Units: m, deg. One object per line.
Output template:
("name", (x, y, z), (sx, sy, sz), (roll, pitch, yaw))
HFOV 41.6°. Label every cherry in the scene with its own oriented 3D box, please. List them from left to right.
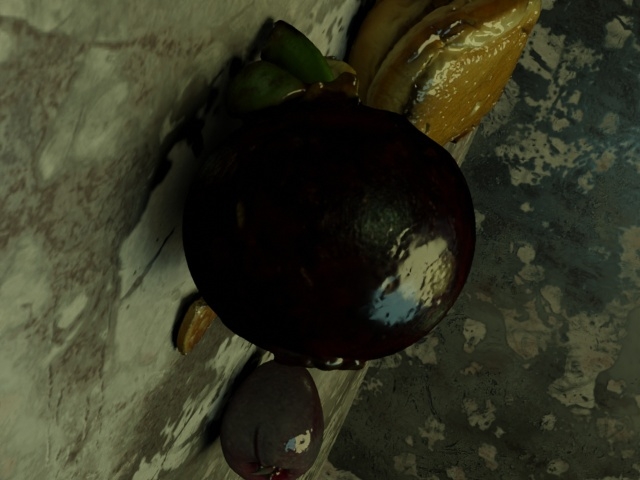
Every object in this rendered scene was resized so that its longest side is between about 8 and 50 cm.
("cherry", (-0.084, 0.331, 1.497), (0.213, 0.184, 0.266), (-56, -169, 49))

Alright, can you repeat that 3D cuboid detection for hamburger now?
("hamburger", (0.177, -0.258, 1.245), (0.305, 0.174, 0.284), (-28, 146, -31))

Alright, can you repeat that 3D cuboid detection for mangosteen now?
("mangosteen", (0.013, -0.043, 0.884), (0.306, 0.306, 0.359), (34, 62, -78))

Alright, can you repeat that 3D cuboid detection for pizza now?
("pizza", (-0.162, 0.105, 1.076), (0.099, 0.029, 0.100), (-58, 168, 16))

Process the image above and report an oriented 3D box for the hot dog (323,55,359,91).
("hot dog", (0.003, -0.137, 1.145), (0.289, 0.083, 0.068), (100, 1, -54))
